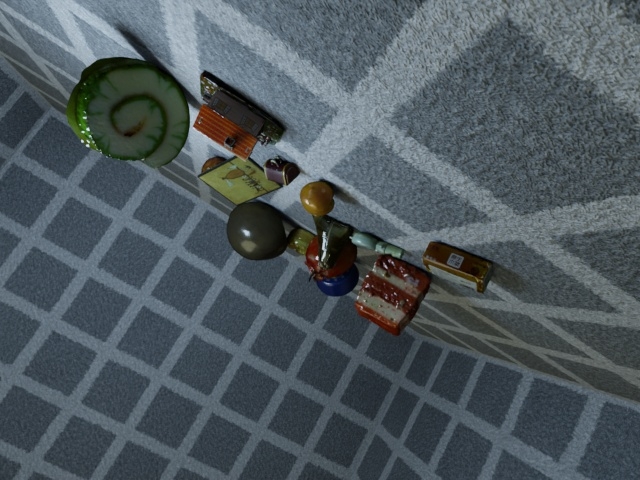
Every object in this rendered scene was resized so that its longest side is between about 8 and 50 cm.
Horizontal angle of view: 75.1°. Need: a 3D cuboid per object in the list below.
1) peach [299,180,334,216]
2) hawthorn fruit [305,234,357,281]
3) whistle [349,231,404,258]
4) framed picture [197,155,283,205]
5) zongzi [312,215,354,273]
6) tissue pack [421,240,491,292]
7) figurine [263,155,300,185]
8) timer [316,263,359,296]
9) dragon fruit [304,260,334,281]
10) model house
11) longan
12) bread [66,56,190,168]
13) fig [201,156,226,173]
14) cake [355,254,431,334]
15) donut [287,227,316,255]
[{"bbox_3d":[-0.012,-0.158,1.562,0.138,0.138,0.138,29,169,6],"label":"peach"},{"bbox_3d":[0.038,0.096,2.116,0.254,0.300,0.254,32,170,7],"label":"hawthorn fruit"},{"bbox_3d":[0.246,0.018,1.849,0.258,0.067,0.126,21,179,25],"label":"whistle"},{"bbox_3d":[-0.375,-0.274,1.929,0.339,0.014,0.255,-14,140,38],"label":"framed picture"},{"bbox_3d":[0.000,0.000,1.963,0.241,0.247,0.111,29,-174,19],"label":"zongzi"},{"bbox_3d":[0.486,0.097,1.487,0.226,0.092,0.183,26,168,29],"label":"tissue pack"},{"bbox_3d":[-0.167,-0.278,1.591,0.154,0.082,0.098,23,154,37],"label":"figurine"},{"bbox_3d":[0.069,0.129,2.446,0.270,0.270,0.383,24,154,29],"label":"timer"},{"bbox_3d":[0.004,0.161,2.278,0.208,0.150,0.133,12,167,19],"label":"dragon fruit"},{"bbox_3d":[-0.287,-0.357,1.326,0.294,0.154,0.207,32,168,-12],"label":"model house"},{"bbox_3d":[-0.372,-0.047,2.461,0.405,0.336,0.404,33,170,7],"label":"longan"},{"bbox_3d":[-0.625,-0.411,1.398,0.129,0.366,0.381,22,141,35],"label":"bread"},{"bbox_3d":[-0.509,-0.324,2.065,0.150,0.148,0.202,-3,155,-3],"label":"fig"},{"bbox_3d":[0.347,0.265,2.007,0.270,0.319,0.270,28,170,20],"label":"cake"},{"bbox_3d":[-0.105,0.014,2.588,0.209,0.128,0.261,34,169,-24],"label":"donut"}]
